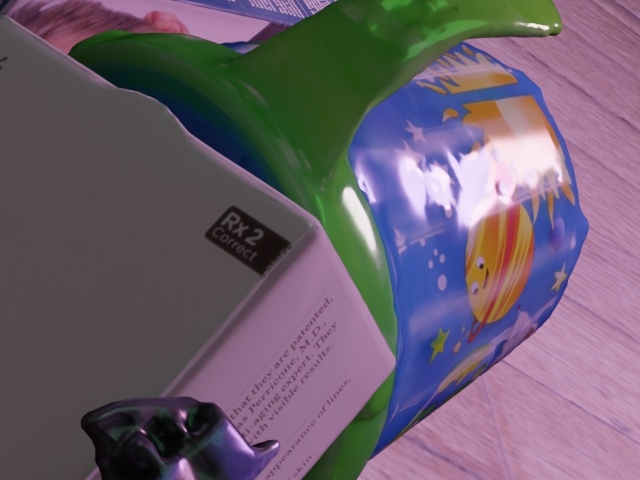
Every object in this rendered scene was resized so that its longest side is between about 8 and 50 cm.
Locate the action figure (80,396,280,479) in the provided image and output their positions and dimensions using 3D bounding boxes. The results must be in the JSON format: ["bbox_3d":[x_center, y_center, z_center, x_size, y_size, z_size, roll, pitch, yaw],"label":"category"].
[{"bbox_3d":[-0.182,0.135,0.581,0.341,0.178,0.330,-37,90,-39],"label":"action figure"}]

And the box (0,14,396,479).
[{"bbox_3d":[-0.102,0.043,0.748,0.181,0.182,0.119,33,-16,32],"label":"box"}]

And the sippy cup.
[{"bbox_3d":[0.000,0.000,0.942,0.224,0.305,0.240,-20,98,-44],"label":"sippy cup"}]

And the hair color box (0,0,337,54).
[{"bbox_3d":[-0.121,-0.107,1.162,0.347,0.174,0.105,4,45,-55],"label":"hair color box"}]
